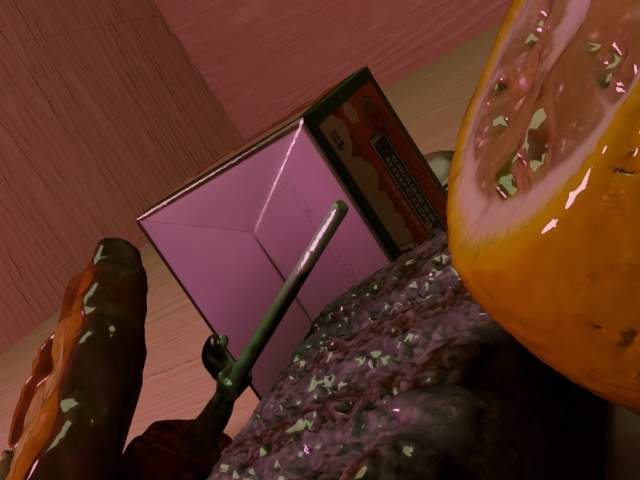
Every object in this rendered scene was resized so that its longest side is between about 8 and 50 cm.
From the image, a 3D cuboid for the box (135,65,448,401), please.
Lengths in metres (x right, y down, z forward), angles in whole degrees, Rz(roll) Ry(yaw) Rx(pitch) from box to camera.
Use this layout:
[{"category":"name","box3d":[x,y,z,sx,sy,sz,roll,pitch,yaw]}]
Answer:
[{"category":"box","box3d":[0.000,0.000,0.841,0.177,0.195,0.148,-28,10,31]}]

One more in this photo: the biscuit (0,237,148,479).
[{"category":"biscuit","box3d":[-0.175,0.171,0.660,0.329,0.078,0.335,126,159,-52]}]

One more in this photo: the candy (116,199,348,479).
[{"category":"candy","box3d":[-0.053,0.087,0.635,0.287,0.078,0.084,-59,-3,33]}]

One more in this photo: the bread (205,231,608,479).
[{"category":"bread","box3d":[0.038,0.101,0.471,0.165,0.113,0.416,-27,10,23]}]

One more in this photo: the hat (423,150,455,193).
[{"category":"hat","box3d":[0.138,-0.050,0.974,0.147,0.085,0.175,-36,9,-22]}]

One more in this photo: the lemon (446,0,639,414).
[{"category":"lemon","box3d":[0.180,-0.037,0.397,0.240,0.219,0.240,-158,90,-79]}]
